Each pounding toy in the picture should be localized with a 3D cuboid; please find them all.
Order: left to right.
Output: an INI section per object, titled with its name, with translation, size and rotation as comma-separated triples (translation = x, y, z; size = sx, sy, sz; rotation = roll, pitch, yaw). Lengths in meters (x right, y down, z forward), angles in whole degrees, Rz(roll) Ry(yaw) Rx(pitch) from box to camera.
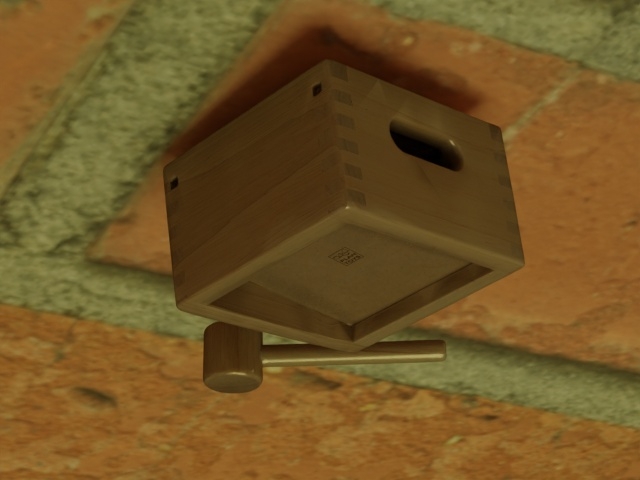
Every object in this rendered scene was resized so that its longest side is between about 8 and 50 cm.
[pounding toy]
translation = 0.003, 0.004, 0.930
size = 0.181, 0.094, 0.206
rotation = 17, 145, -41
